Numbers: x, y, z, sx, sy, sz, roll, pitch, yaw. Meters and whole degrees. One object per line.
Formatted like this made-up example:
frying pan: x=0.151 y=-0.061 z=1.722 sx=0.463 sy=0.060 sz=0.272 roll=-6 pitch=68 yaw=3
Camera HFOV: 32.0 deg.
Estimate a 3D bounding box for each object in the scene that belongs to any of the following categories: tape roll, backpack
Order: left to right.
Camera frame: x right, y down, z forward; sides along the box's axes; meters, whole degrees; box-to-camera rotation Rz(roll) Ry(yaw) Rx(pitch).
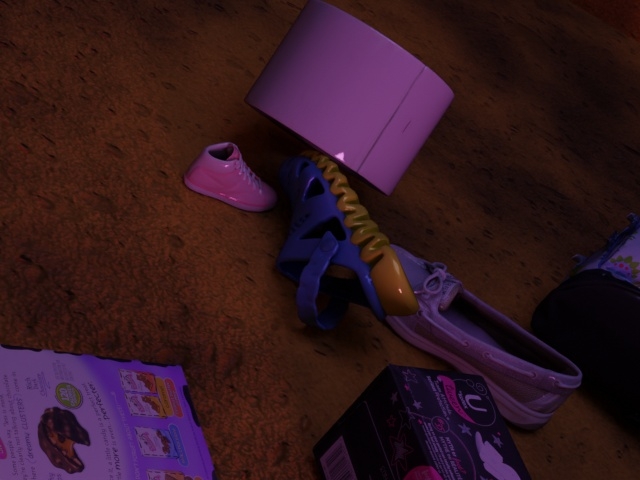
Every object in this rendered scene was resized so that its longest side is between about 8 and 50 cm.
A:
tape roll: x=0.040 y=-0.195 z=1.540 sx=0.246 sy=0.169 sz=0.246 roll=33 pitch=1 yaw=-1
backpack: x=0.509 y=0.089 z=1.633 sx=0.290 sy=0.273 sz=0.355 roll=37 pitch=22 yaw=16

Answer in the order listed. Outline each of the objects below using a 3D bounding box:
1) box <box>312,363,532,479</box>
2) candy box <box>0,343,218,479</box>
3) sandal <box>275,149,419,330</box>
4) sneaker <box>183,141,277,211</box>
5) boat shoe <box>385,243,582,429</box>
box: x=0.118 y=0.275 z=1.132 sx=0.142 sy=0.163 sz=0.247 roll=12 pitch=40 yaw=-34
candy box: x=-0.176 y=0.162 z=0.791 sx=0.196 sy=0.070 sz=0.165 roll=13 pitch=38 yaw=-36
sandal: x=0.000 y=0.000 z=1.411 sx=0.126 sy=0.138 sz=0.317 roll=64 pitch=-3 yaw=-40
sneaker: x=-0.106 y=-0.085 z=1.464 sx=0.134 sy=0.070 sz=0.051 roll=17 pitch=36 yaw=-25
boat shoe: x=0.189 y=0.106 z=1.445 sx=0.320 sy=0.103 sz=0.118 roll=43 pitch=35 yaw=13
